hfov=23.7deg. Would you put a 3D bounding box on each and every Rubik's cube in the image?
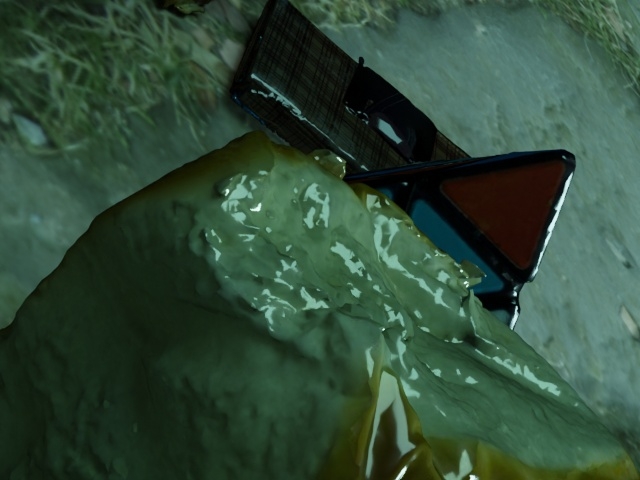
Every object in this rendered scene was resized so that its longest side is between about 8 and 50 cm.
[{"bbox_3d":[0.000,0.000,0.923,0.234,0.250,0.284,11,62,-14],"label":"Rubik's cube"}]

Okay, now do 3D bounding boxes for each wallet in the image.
[{"bbox_3d":[0.035,-0.078,1.138,0.230,0.042,0.124,37,40,-19],"label":"wallet"}]

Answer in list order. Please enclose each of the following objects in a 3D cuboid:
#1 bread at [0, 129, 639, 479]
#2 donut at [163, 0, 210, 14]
[{"bbox_3d":[0.000,0.108,0.754,0.279,0.250,0.225,16,46,-44],"label":"bread"},{"bbox_3d":[-0.023,-0.273,1.156,0.112,0.151,0.295,48,34,10],"label":"donut"}]
